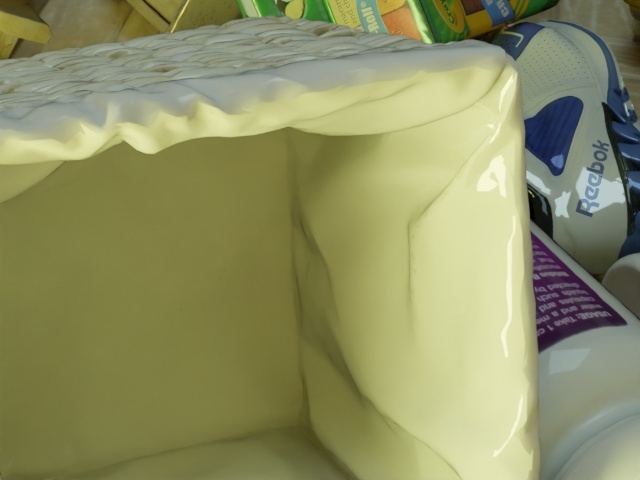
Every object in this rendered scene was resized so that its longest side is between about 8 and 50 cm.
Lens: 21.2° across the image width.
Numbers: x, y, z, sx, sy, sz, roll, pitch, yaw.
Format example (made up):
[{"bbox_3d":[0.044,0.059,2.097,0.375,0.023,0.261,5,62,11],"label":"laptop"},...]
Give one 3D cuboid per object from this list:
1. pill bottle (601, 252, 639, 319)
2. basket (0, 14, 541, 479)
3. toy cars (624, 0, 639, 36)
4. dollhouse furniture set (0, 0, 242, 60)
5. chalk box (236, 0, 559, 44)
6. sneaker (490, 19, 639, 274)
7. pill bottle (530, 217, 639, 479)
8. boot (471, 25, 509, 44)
[{"bbox_3d":[0.315,0.053,1.229,0.208,0.118,0.117,-9,36,-20],"label":"pill bottle"},{"bbox_3d":[-0.082,0.052,0.942,0.328,0.331,0.266,-12,20,-24],"label":"basket"},{"bbox_3d":[0.318,-0.286,1.768,0.176,0.087,0.394,5,28,-22],"label":"toy cars"},{"bbox_3d":[-0.260,-0.336,1.531,0.394,0.362,0.256,13,23,-45],"label":"dollhouse furniture set"},{"bbox_3d":[0.042,-0.234,1.470,0.179,0.180,0.289,-18,6,37],"label":"chalk box"},{"bbox_3d":[0.161,-0.075,1.388,0.182,0.127,0.315,-3,36,-16],"label":"sneaker"},{"bbox_3d":[0.128,0.094,1.096,0.169,0.169,0.301,-13,38,-25],"label":"pill bottle"},{"bbox_3d":[0.136,-0.211,1.652,0.158,0.059,0.084,25,33,28],"label":"boot"}]
